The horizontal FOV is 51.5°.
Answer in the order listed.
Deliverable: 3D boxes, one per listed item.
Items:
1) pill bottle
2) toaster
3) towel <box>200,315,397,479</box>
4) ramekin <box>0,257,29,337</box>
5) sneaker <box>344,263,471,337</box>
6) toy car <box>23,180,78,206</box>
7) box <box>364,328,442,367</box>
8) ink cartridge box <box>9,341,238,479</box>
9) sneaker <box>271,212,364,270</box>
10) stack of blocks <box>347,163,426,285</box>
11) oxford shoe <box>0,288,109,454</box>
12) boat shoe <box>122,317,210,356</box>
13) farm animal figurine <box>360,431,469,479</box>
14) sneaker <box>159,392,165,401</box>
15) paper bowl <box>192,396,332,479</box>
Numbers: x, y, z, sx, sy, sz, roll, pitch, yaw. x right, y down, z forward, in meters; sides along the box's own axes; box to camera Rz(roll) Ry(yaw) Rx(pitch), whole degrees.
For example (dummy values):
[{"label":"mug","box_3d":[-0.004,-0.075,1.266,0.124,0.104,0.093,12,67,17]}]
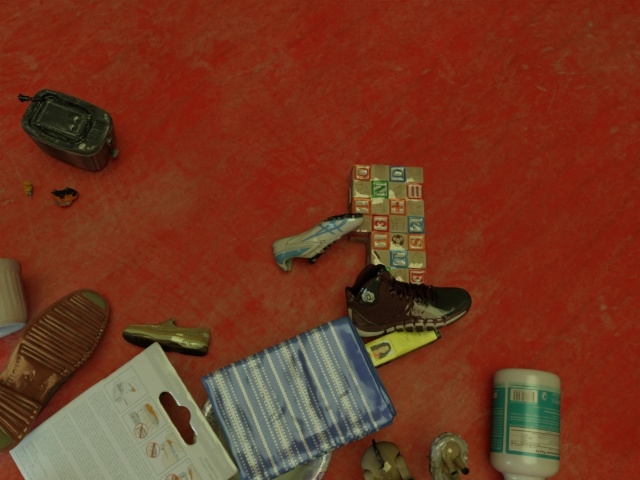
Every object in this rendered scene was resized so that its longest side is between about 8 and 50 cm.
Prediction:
[{"label":"pill bottle","box_3d":[0.447,0.420,1.452,0.146,0.146,0.264,9,73,-3]},{"label":"toaster","box_3d":[-0.583,-0.252,1.539,0.227,0.146,0.129,20,72,-1]},{"label":"towel","box_3d":[-0.040,0.319,1.334,0.336,0.040,0.243,-22,77,-12]},{"label":"ramekin","box_3d":[-0.737,0.144,1.348,0.277,0.277,0.135,-18,84,-11]},{"label":"sneaker","box_3d":[0.185,0.114,1.449,0.281,0.106,0.162,-13,120,4]},{"label":"toy car","box_3d":[-0.633,-0.110,1.561,0.122,0.060,0.040,18,116,17]},{"label":"box","box_3d":[0.154,0.246,1.504,0.232,0.087,0.058,-23,75,-11]},{"label":"ink cartridge box","box_3d":[-0.387,0.434,1.332,0.385,0.091,0.308,-36,79,4]},{"label":"sneaker","box_3d":[0.000,0.000,1.530,0.237,0.085,0.086,-24,89,19]},{"label":"stack of blocks","box_3d":[0.156,-0.026,1.582,0.171,0.087,0.297,2,74,-5]},{"label":"oxford shoe","box_3d":[-0.595,0.268,1.393,0.140,0.146,0.397,40,52,-10]},{"label":"boat shoe","box_3d":[-0.341,0.207,1.480,0.190,0.068,0.072,14,60,-12]},{"label":"farm animal figurine","box_3d":[0.138,0.540,1.365,0.330,0.172,0.327,-10,116,-9]},{"label":"sneaker","box_3d":[-0.362,0.380,1.412,0.121,0.079,0.217,-40,80,-14]},{"label":"paper bowl","box_3d":[-0.120,0.416,1.392,0.284,0.148,0.284,2,73,-6]}]
